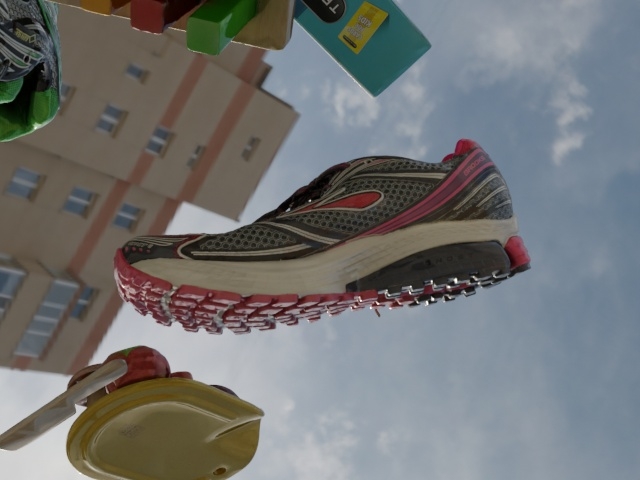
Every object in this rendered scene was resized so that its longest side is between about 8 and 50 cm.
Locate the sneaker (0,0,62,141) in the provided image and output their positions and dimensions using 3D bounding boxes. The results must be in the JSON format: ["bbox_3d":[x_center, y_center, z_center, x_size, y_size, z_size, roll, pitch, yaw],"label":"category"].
[{"bbox_3d":[-0.247,-0.162,0.600,0.134,0.343,0.146,-17,-100,6],"label":"sneaker"}]

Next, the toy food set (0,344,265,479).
[{"bbox_3d":[-0.139,0.132,0.737,0.128,0.218,0.071,-39,-132,14],"label":"toy food set"}]

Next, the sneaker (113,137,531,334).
[{"bbox_3d":[0.000,0.000,0.664,0.121,0.299,0.112,136,-56,-66],"label":"sneaker"}]

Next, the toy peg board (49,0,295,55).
[{"bbox_3d":[-0.094,-0.181,0.479,0.160,0.079,0.161,14,-56,8],"label":"toy peg board"}]

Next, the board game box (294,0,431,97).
[{"bbox_3d":[-0.058,-0.315,0.873,0.079,0.336,0.254,-42,-147,14],"label":"board game box"}]
